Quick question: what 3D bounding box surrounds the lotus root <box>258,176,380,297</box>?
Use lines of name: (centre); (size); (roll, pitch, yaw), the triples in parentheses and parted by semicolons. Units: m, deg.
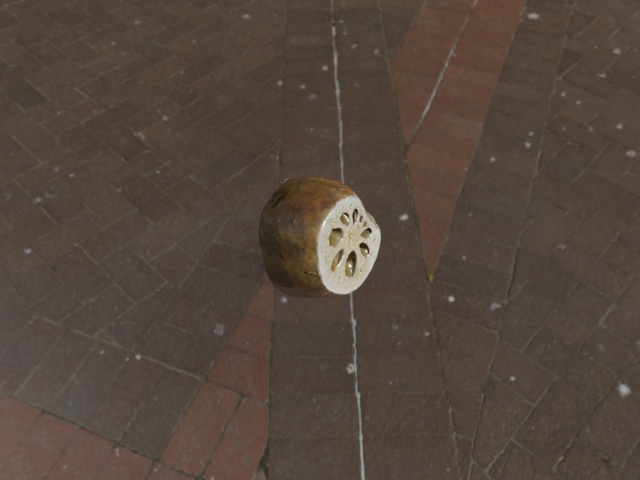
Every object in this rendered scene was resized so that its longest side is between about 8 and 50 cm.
lotus root: (-0.002, 0.003, 0.563); (0.081, 0.122, 0.112); (16, 66, 39)
